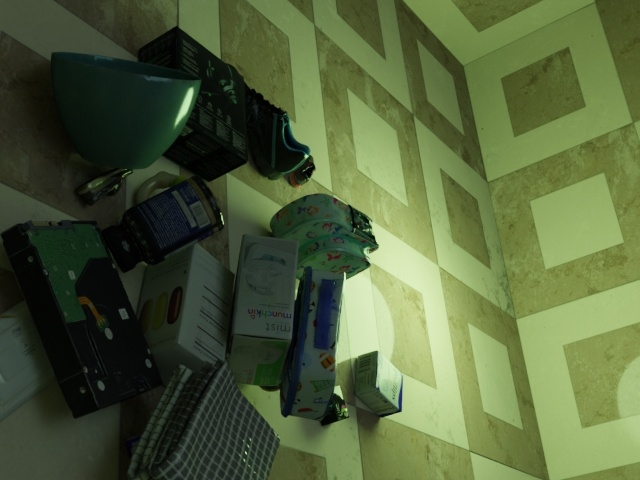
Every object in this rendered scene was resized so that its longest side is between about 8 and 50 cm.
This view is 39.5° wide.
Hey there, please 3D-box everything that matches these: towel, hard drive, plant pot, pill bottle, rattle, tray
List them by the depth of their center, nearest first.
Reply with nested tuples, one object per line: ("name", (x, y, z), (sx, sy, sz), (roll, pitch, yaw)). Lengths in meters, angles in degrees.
("tray", (-0.495, 0.185, 1.493), (0.145, 0.030, 0.270), (61, 29, -9))
("towel", (-0.190, 0.375, 1.569), (0.235, 0.121, 0.284), (52, 34, -24))
("hard drive", (-0.416, 0.128, 1.573), (0.339, 0.064, 0.237), (67, 16, 5))
("pill bottle", (-0.310, -0.028, 1.748), (0.123, 0.219, 0.123), (53, -18, 26))
("plant pot", (-0.396, -0.251, 1.770), (0.290, 0.290, 0.196), (-14, 118, -61))
("rattle", (-0.350, -0.041, 1.906), (0.130, 0.143, 0.200), (27, 56, -6))

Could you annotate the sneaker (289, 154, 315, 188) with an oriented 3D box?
("sneaker", (-0.034, -0.201, 2.524), (0.061, 0.064, 0.158), (54, 31, -23))

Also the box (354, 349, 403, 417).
("box", (0.161, 0.391, 2.429), (0.137, 0.072, 0.126), (46, 35, -35))

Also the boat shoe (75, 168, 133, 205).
("boat shoe", (-0.430, -0.112, 1.799), (0.152, 0.056, 0.049), (-38, 109, -51))

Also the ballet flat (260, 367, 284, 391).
("ballet flat", (-0.106, 0.196, 2.087), (0.123, 0.123, 0.349), (30, 47, -48))

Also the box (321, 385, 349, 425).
("box", (0.026, 0.408, 2.205), (0.062, 0.052, 0.083), (3, 67, -61))

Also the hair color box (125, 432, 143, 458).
("hair color box", (-0.222, 0.501, 1.656), (0.185, 0.110, 0.339), (-5, 76, -58))

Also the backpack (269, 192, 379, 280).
("backpack", (0.000, 0.000, 2.278), (0.253, 0.225, 0.191), (34, 37, -40))

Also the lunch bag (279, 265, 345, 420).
("lunch bag", (-0.015, 0.209, 1.880), (0.243, 0.114, 0.304), (101, -5, -52))

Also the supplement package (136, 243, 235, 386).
("supplement package", (-0.273, 0.152, 1.782), (0.134, 0.139, 0.244), (43, 35, -38))

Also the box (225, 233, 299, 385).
("box", (-0.129, 0.153, 1.886), (0.262, 0.126, 0.231), (107, -13, -59))

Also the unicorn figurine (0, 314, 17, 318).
("unicorn figurine", (-0.578, 0.096, 1.396), (0.161, 0.060, 0.111), (-17, 86, -46))

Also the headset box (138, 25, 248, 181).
("headset box", (-0.299, -0.324, 2.089), (0.246, 0.131, 0.283), (31, 45, -47))

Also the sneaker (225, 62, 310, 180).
("sneaker", (-0.154, -0.329, 2.335), (0.341, 0.139, 0.125), (56, 32, -18))
